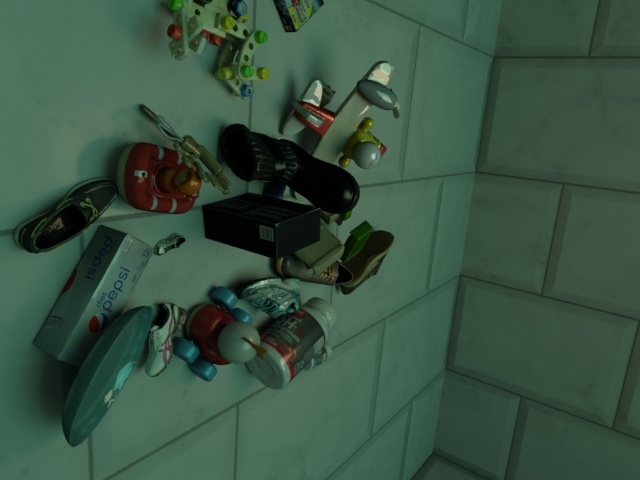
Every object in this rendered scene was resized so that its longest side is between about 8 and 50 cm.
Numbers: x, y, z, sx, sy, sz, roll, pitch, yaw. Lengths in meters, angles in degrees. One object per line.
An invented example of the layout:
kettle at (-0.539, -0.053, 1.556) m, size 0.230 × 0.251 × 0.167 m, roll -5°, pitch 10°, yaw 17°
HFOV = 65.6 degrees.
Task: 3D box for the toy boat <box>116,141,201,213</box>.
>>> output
toy boat at (-0.335, -0.135, 1.115) m, size 0.231 × 0.151 × 0.151 m, roll 4°, pitch 93°, yaw -63°

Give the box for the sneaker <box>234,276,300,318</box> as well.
sneaker at (-0.147, 0.178, 1.530) m, size 0.283 × 0.110 × 0.122 m, roll 6°, pitch 73°, yaw -55°

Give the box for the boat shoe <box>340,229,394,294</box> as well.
boat shoe at (0.186, 0.091, 2.026) m, size 0.342 × 0.123 × 0.123 m, roll -49°, pitch 152°, yaw -35°

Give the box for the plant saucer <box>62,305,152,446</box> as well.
plant saucer at (-0.461, 0.280, 1.073) m, size 0.317 × 0.044 × 0.317 m, roll -156°, pitch -90°, yaw -88°

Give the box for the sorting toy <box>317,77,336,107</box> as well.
sorting toy at (0.005, -0.486, 1.612) m, size 0.075 × 0.045 × 0.083 m, roll 41°, pitch 67°, yaw -33°

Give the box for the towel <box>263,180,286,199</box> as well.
towel at (-0.143, -0.135, 1.492) m, size 0.029 × 0.067 × 0.119 m, roll 27°, pitch 80°, yaw -58°

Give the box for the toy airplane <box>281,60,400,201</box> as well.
toy airplane at (0.076, -0.327, 1.549) m, size 0.384 × 0.272 × 0.386 m, roll -29°, pitch 146°, yaw -21°

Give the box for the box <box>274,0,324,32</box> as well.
box at (-0.080, -0.730, 1.383) m, size 0.159 × 0.044 × 0.233 m, roll -55°, pitch 141°, yaw -27°

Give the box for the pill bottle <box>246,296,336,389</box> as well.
pill bottle at (-0.085, 0.326, 1.648) m, size 0.318 × 0.176 × 0.176 m, roll -38°, pitch 131°, yaw -43°

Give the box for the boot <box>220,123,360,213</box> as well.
boot at (-0.084, -0.185, 1.334) m, size 0.260 × 0.348 × 0.131 m, roll 1°, pitch 118°, yaw -61°

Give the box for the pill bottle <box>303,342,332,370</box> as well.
pill bottle at (-0.021, 0.432, 1.870) m, size 0.137 × 0.078 × 0.078 m, roll -12°, pitch 112°, yaw -54°

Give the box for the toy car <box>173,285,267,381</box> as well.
toy car at (-0.234, 0.281, 1.358) m, size 0.219 × 0.238 × 0.210 m, roll -55°, pitch 141°, yaw -28°

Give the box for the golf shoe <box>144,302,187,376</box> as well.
golf shoe at (-0.409, 0.247, 1.251) m, size 0.086 × 0.067 × 0.186 m, roll 38°, pitch 61°, yaw -50°

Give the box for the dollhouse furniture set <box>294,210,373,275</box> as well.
dollhouse furniture set at (0.000, 0.000, 1.684) m, size 0.301 × 0.197 × 0.151 m, roll -35°, pitch 163°, yaw -34°

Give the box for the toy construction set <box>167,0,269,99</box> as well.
toy construction set at (-0.247, -0.470, 1.161) m, size 0.328 × 0.151 × 0.215 m, roll -5°, pitch 107°, yaw -66°

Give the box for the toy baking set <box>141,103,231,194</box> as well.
toy baking set at (-0.298, -0.212, 1.145) m, size 0.030 × 0.256 × 0.197 m, roll -41°, pitch 170°, yaw 5°

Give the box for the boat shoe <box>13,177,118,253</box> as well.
boat shoe at (-0.496, -0.050, 1.006) m, size 0.228 × 0.069 × 0.081 m, roll -47°, pitch 136°, yaw -36°

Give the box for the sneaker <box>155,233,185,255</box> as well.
sneaker at (-0.373, 0.011, 1.237) m, size 0.083 × 0.037 × 0.032 m, roll -44°, pitch 137°, yaw -36°

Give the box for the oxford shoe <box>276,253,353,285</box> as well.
oxford shoe at (-0.011, 0.090, 1.707) m, size 0.364 × 0.133 × 0.130 m, roll 12°, pitch 93°, yaw -56°

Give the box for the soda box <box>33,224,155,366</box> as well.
soda box at (-0.480, 0.117, 1.064) m, size 0.091 × 0.098 × 0.286 m, roll 45°, pitch 66°, yaw -55°

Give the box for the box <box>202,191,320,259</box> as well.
box at (-0.156, -0.046, 1.330) m, size 0.184 × 0.261 × 0.103 m, roll -27°, pitch 124°, yaw -48°
